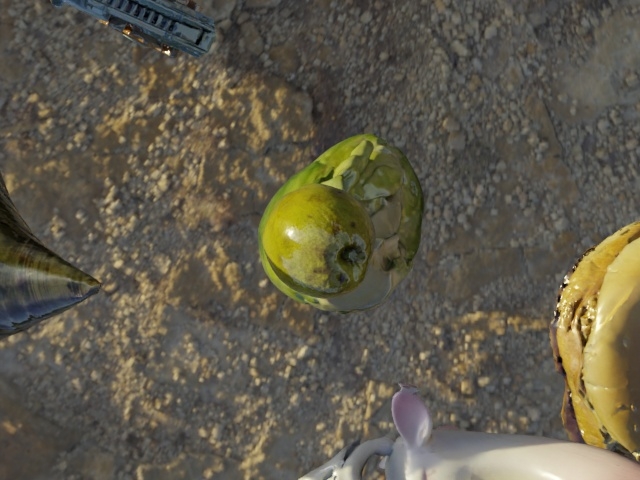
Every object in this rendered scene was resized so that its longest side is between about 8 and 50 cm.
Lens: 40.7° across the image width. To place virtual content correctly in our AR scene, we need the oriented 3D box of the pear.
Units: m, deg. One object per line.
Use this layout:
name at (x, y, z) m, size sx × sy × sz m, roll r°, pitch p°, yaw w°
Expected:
pear at (0.000, 0.000, 0.825) m, size 0.131 × 0.107 × 0.107 m, roll 26°, pitch 138°, yaw 49°

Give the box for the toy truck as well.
toy truck at (-0.339, -0.418, 1.474) m, size 0.184 × 0.338 × 0.133 m, roll 36°, pitch 101°, yaw 35°

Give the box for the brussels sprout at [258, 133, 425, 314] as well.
brussels sprout at (0.043, -0.010, 1.573) m, size 0.276 × 0.371 × 0.314 m, roll 42°, pitch 121°, yaw -16°

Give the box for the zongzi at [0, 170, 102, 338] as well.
zongzi at (-0.304, -0.014, 0.808) m, size 0.300 × 0.286 × 0.138 m, roll -16°, pitch 137°, yaw 21°

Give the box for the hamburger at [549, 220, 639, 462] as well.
hamburger at (0.430, 0.136, 1.113) m, size 0.174 × 0.284 × 0.305 m, roll 6°, pitch 121°, yaw 59°

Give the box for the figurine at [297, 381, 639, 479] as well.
figurine at (0.100, 0.262, 0.722) m, size 0.315 × 0.284 × 0.206 m, roll 15°, pitch 162°, yaw 49°
